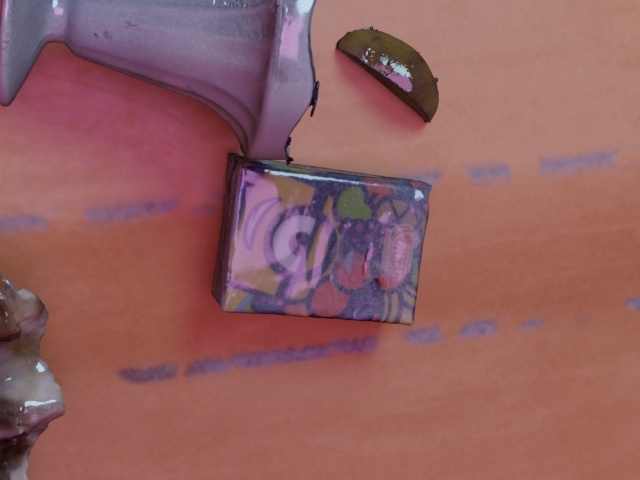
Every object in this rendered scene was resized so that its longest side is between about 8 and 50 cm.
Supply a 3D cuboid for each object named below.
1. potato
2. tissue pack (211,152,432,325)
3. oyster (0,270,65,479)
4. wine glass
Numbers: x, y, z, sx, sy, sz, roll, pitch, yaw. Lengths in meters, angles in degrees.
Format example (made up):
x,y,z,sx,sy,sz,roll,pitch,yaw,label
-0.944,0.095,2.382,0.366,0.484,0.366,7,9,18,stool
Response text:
x,y,z,sx,sy,sz,roll,pitch,yaw,label
0.060,-0.127,0.897,0.093,0.036,0.037,38,89,-16,potato
0.000,0.000,0.884,0.148,0.060,0.108,6,96,-18,tissue pack
-0.336,0.141,0.776,0.351,0.115,0.238,-14,100,-14,oyster
-0.103,-0.142,0.789,0.196,0.165,0.165,8,95,-13,wine glass
